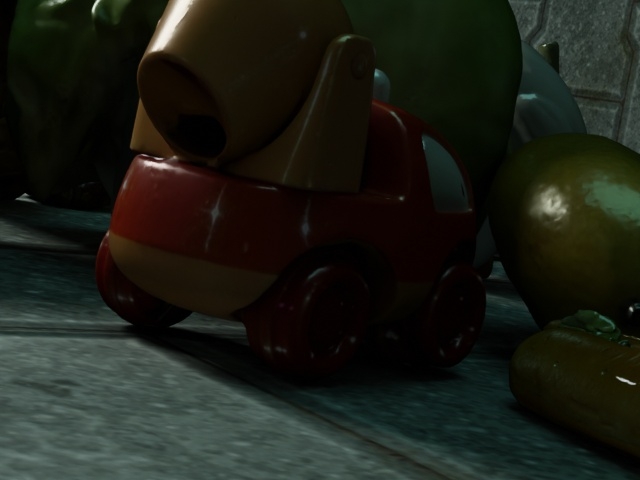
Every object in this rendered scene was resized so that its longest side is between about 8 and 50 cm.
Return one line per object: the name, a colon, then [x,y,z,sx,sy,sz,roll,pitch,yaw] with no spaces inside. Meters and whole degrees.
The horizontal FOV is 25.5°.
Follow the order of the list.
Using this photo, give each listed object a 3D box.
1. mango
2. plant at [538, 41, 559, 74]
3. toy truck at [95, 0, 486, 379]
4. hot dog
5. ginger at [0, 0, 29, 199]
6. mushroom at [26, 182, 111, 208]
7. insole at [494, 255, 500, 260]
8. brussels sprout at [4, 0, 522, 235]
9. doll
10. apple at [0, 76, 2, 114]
mango: [0.208,0.001,1.042,0.195,0.142,0.332,39,11,-14]
plant: [0.291,-0.072,1.852,0.305,0.297,0.261,-7,-21,-12]
toy truck: [-0.010,-0.048,0.879,0.189,0.239,0.264,15,8,38]
hot dog: [0.196,0.087,0.768,0.100,0.068,0.249,5,7,-28]
ginger: [-0.319,-0.215,1.325,0.176,0.254,0.418,-5,-34,-4]
mushroom: [-0.264,-0.064,1.516,0.123,0.052,0.123,6,4,0]
insole: [0.193,0.019,1.678,0.135,0.002,0.045,7,8,-23]
brussels sprout: [-0.035,-0.159,1.176,0.425,0.361,0.342,16,3,16]
doll: [0.144,-0.078,1.416,0.221,0.251,0.221,-13,27,7]
apple: [-0.364,-0.095,1.084,0.236,0.208,0.237,20,-9,3]
